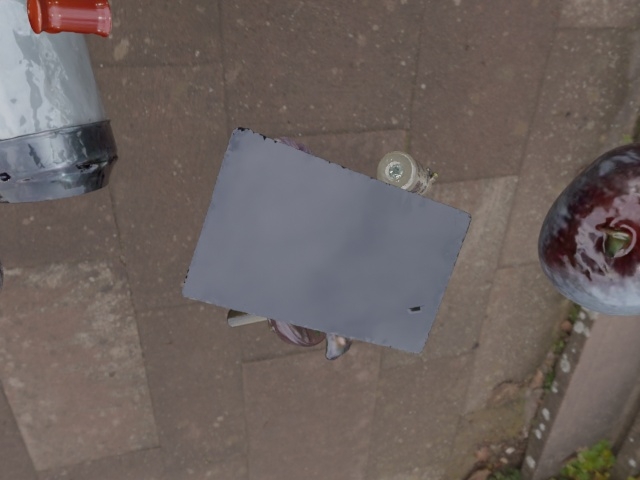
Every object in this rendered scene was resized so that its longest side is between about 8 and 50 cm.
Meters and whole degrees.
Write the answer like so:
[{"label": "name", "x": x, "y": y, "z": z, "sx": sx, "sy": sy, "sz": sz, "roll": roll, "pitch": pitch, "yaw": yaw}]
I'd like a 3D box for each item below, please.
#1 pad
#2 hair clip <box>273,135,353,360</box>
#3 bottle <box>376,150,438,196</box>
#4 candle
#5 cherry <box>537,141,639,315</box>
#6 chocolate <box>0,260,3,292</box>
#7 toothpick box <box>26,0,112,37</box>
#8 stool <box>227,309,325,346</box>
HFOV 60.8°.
[{"label": "pad", "x": 0.016, "y": 0.011, "z": 0.525, "sx": 0.264, "sy": 0.009, "sz": 0.160, "roll": 18, "pitch": 95, "yaw": -22}, {"label": "hair clip", "x": 0.007, "y": 0.000, "z": 0.711, "sx": 0.069, "sy": 0.301, "sz": 0.173, "roll": -19, "pitch": 171, "yaw": 22}, {"label": "bottle", "x": 0.220, "y": -0.155, "z": 1.334, "sx": 0.110, "sy": 0.097, "sz": 0.209, "roll": -26, "pitch": 167, "yaw": 22}, {"label": "candle", "x": -0.432, "y": -0.234, "z": 0.781, "sx": 0.221, "sy": 0.221, "sz": 0.343, "roll": -12, "pitch": 106, "yaw": -13}, {"label": "cherry", "x": 0.448, "y": -0.014, "z": 0.777, "sx": 0.296, "sy": 0.218, "sz": 0.255, "roll": -6, "pitch": 128, "yaw": -42}, {"label": "chocolate", "x": -0.234, "y": -0.011, "z": 0.270, "sx": 0.072, "sy": 0.072, "sz": 0.167, "roll": -32, "pitch": 131, "yaw": 2}, {"label": "toothpick box", "x": -0.287, "y": -0.257, "z": 0.620, "sx": 0.083, "sy": 0.047, "sz": 0.047, "roll": -14, "pitch": 128, "yaw": -38}, {"label": "stool", "x": -0.093, "y": 0.127, "z": 1.355, "sx": 0.178, "sy": 0.272, "sz": 0.272, "roll": -7, "pitch": 135, "yaw": 33}]
